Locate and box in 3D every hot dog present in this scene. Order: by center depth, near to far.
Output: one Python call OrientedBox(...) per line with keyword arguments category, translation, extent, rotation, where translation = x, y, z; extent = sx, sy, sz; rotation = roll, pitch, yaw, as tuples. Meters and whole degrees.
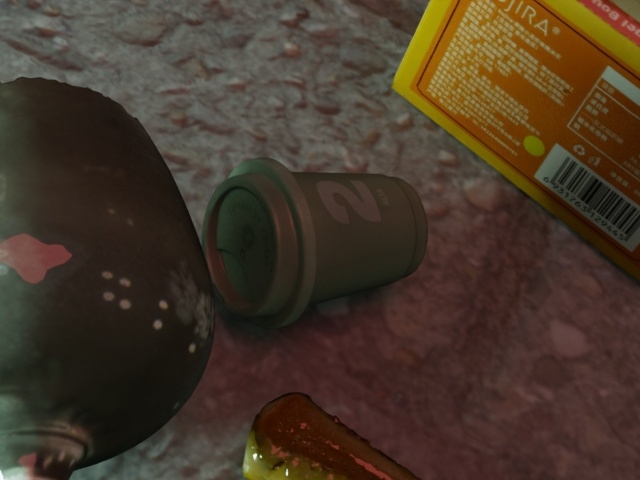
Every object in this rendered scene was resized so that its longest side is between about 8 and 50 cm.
OrientedBox(category="hot dog", translation=(0.069, 0.204, 0.784), extent=(0.289, 0.068, 0.083), rotation=(35, 31, 12))

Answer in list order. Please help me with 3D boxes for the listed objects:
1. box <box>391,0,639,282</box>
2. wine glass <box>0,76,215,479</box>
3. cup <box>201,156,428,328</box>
OrientedBox(category="box", translation=(0.262, -0.169, 1.000), extent=(0.283, 0.214, 0.259), rotation=(40, 57, 10))
OrientedBox(category="wine glass", translation=(-0.172, 0.081, 0.692), extent=(0.238, 0.238, 0.323), rotation=(2, 55, -16))
OrientedBox(category="cup", translation=(0.000, 0.000, 0.873), extent=(0.141, 0.120, 0.120), rotation=(-3, 58, -35))
